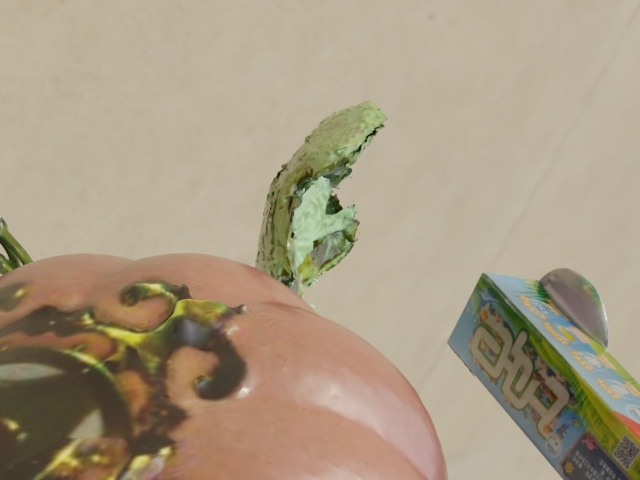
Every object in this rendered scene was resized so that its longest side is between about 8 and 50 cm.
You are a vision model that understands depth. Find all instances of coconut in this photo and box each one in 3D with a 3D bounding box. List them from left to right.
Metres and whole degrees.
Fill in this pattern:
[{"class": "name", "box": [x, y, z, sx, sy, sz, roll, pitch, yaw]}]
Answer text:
[{"class": "coconut", "box": [-0.005, 0.001, 0.781, 0.133, 0.055, 0.158, -94, -166, -80]}]

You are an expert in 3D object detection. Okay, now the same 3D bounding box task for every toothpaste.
[{"class": "toothpaste", "box": [0.141, 0.081, 0.777, 0.044, 0.193, 0.070, 8, 118, -34]}]

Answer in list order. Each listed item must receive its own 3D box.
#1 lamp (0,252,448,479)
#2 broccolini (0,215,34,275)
[{"class": "lamp", "box": [-0.087, 0.151, 0.614, 0.305, 0.305, 0.240, -39, 134, -27]}, {"class": "broccolini", "box": [-0.162, 0.024, 0.854, 0.054, 0.194, 0.052, -50, 148, -4]}]
